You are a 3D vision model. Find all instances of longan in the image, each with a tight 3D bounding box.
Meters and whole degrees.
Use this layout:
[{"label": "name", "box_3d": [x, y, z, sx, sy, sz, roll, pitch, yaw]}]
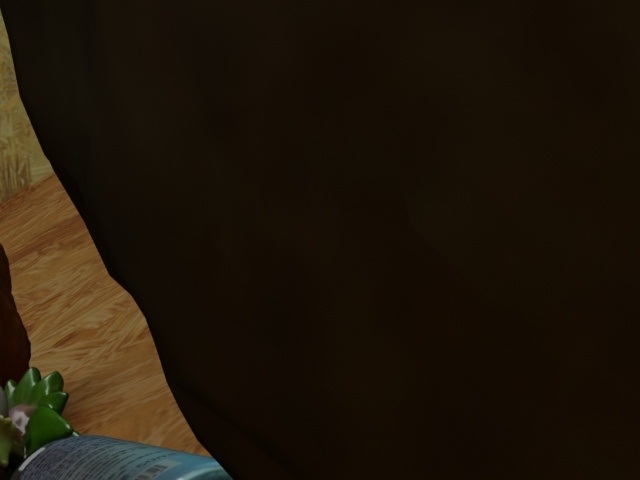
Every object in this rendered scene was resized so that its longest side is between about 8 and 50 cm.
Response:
[{"label": "longan", "box_3d": [0.134, -0.106, 0.475, 0.436, 0.404, 0.404, -28, 10, -6]}]

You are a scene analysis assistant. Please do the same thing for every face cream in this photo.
[{"label": "face cream", "box_3d": [-0.082, 0.123, 0.820, 0.075, 0.075, 0.229, -33, 12, -21]}]

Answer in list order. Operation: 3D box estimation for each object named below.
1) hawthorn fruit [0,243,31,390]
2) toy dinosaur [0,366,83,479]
[{"label": "hawthorn fruit", "box_3d": [-0.322, 0.075, 1.250, 0.258, 0.258, 0.262, -128, 63, -79]}, {"label": "toy dinosaur", "box_3d": [-0.220, 0.088, 1.014, 0.152, 0.177, 0.194, -13, 62, 31]}]
